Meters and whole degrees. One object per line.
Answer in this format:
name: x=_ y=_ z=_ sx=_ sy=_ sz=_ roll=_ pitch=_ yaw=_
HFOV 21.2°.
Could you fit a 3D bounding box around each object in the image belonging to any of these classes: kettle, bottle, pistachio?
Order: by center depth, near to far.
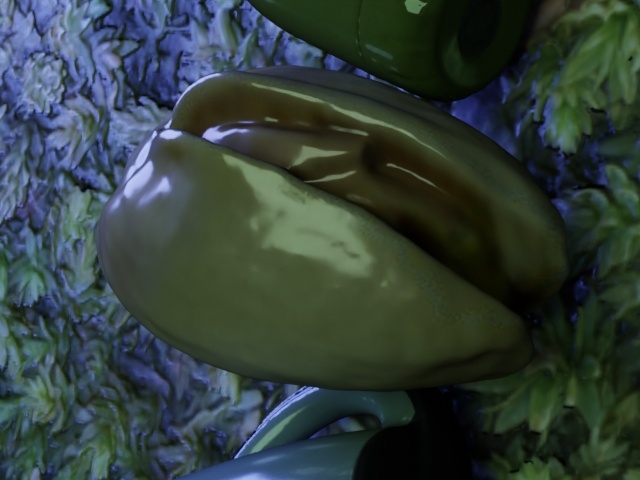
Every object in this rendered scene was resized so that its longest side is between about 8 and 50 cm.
pistachio: x=0.000 y=0.000 z=1.037 sx=0.318 sy=0.214 sz=0.193 roll=19 pitch=64 yaw=33
kettle: x=-0.012 y=0.181 z=1.055 sx=0.236 sy=0.161 sz=0.221 roll=-24 pitch=39 yaw=36
bottle: x=0.008 y=-0.181 z=1.094 sx=0.260 sy=0.112 sz=0.112 roll=31 pitch=105 yaw=38
